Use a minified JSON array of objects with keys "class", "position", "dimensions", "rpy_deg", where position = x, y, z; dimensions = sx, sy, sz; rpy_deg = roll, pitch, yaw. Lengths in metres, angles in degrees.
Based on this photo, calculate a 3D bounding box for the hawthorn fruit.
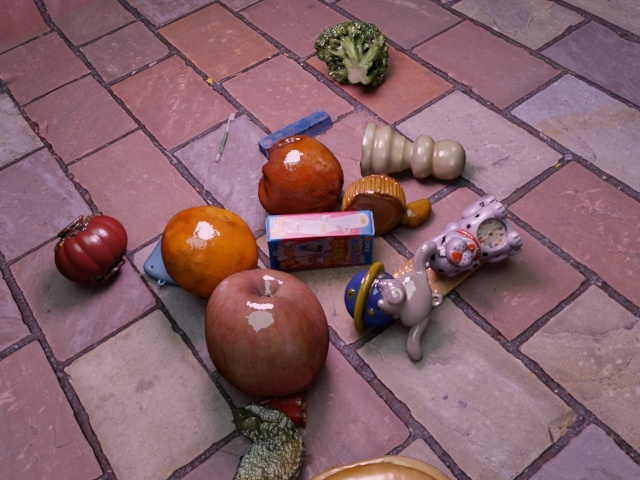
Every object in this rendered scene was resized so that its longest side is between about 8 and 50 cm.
[{"class":"hawthorn fruit","position":[-0.039,-0.180,1.911],"dimensions":[0.298,0.277,0.277],"rpy_deg":[26,55,-7]}]

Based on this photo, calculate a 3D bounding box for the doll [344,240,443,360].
[{"class":"doll","position":[0.193,0.124,1.639],"dimensions":[0.242,0.159,0.311],"rpy_deg":[19,83,33]}]

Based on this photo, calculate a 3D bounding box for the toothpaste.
[{"class":"toothpaste","position":[-0.088,-0.377,2.198],"dimensions":[0.272,0.053,0.066],"rpy_deg":[-30,49,-15]}]

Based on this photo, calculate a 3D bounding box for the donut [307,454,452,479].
[{"class":"donut","position":[0.119,0.646,1.252],"dimensions":[0.449,0.198,0.449],"rpy_deg":[-3,51,4]}]

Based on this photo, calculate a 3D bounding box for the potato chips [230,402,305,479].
[{"class":"potato chips","position":[-0.139,0.495,1.489],"dimensions":[0.202,0.029,0.220],"rpy_deg":[-22,66,4]}]

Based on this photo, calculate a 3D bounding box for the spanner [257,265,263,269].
[{"class":"spanner","position":[-0.178,0.095,1.847],"dimensions":[0.093,0.026,0.325],"rpy_deg":[-39,55,-23]}]

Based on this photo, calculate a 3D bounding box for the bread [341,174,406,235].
[{"class":"bread","position":[0.158,-0.108,1.852],"dimensions":[0.199,0.199,0.104],"rpy_deg":[-2,51,7]}]

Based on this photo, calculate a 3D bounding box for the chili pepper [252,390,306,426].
[{"class":"chili pepper","position":[-0.119,0.426,1.557],"dimensions":[0.169,0.065,0.088],"rpy_deg":[-6,77,12]}]

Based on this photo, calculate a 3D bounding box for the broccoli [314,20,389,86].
[{"class":"broccoli","position":[0.125,-0.670,2.268],"dimensions":[0.265,0.294,0.245],"rpy_deg":[-37,27,30]}]

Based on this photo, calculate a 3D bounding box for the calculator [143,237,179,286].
[{"class":"calculator","position":[-0.421,0.025,1.920],"dimensions":[0.173,0.051,0.293],"rpy_deg":[16,56,17]}]

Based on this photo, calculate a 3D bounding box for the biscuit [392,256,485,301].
[{"class":"biscuit","position":[0.343,0.079,1.783],"dimensions":[0.249,0.030,0.160],"rpy_deg":[-37,55,-21]}]

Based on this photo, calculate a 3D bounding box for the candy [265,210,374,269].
[{"class":"candy","position":[0.000,0.001,1.799],"dimensions":[0.306,0.157,0.100],"rpy_deg":[-4,53,-2]}]

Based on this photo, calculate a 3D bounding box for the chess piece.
[{"class":"chess piece","position":[0.299,-0.273,1.995],"dimensions":[0.330,0.182,0.182],"rpy_deg":[8,53,8]}]

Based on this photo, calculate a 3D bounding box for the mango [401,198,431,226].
[{"class":"mango","position":[0.292,-0.087,1.904],"dimensions":[0.114,0.060,0.080],"rpy_deg":[-36,58,-24]}]

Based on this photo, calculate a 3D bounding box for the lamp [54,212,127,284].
[{"class":"lamp","position":[-0.681,0.029,1.862],"dimensions":[0.227,0.227,0.227],"rpy_deg":[-4,51,5]}]

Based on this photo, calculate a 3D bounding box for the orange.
[{"class":"orange","position":[-0.306,0.029,1.749],"dimensions":[0.284,0.226,0.284],"rpy_deg":[25,26,-14]}]

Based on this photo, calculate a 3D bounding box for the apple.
[{"class":"apple","position":[-0.140,0.216,1.566],"dimensions":[0.345,0.269,0.345],"rpy_deg":[-10,35,7]}]

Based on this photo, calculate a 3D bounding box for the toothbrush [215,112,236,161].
[{"class":"toothbrush","position":[-0.345,-0.378,2.255],"dimensions":[0.024,0.018,0.257],"rpy_deg":[7,52,5]}]

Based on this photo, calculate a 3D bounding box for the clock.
[{"class":"clock","position":[0.400,0.009,1.714],"dimensions":[0.254,0.189,0.189],"rpy_deg":[-28,53,-7]}]
